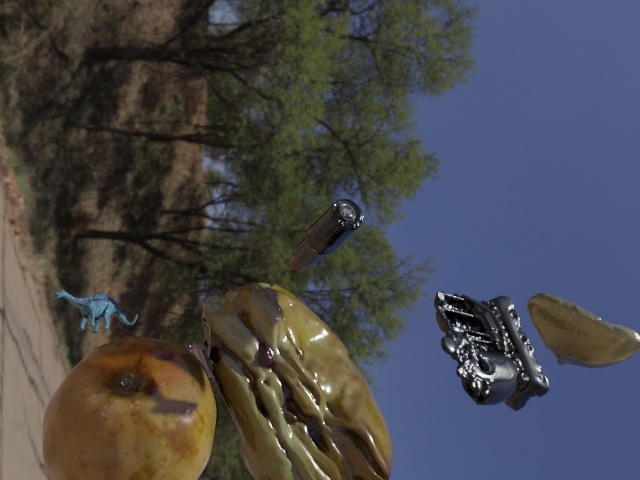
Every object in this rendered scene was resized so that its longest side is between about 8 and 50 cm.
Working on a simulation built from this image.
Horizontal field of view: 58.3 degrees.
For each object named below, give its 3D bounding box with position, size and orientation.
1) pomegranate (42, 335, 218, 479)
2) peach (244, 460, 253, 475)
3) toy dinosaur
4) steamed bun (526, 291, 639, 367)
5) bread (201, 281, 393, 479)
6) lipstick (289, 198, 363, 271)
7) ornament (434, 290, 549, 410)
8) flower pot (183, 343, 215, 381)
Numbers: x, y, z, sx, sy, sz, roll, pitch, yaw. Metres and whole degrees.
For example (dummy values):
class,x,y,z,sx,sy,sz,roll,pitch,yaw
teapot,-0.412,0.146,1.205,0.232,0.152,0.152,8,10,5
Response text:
class,x,y,z,sx,sy,sz,roll,pitch,yaw
pomegranate,-0.210,0.212,0.661,0.207,0.207,0.207,173,-90,-72
peach,-0.056,0.468,1.419,0.247,0.292,0.292,-2,-84,42
toy dinosaur,-0.434,0.140,1.123,0.045,0.197,0.080,-22,-120,26
steamed bun,0.567,0.228,1.273,0.231,0.110,0.212,25,-17,30
bread,-0.021,0.231,0.812,0.314,0.191,0.370,79,-10,-82
lipstick,0.000,0.000,1.299,0.299,0.081,0.081,-43,-124,56
ornament,0.281,0.189,1.056,0.106,0.260,0.251,-44,-138,32
flower pot,-0.304,0.288,1.310,0.111,0.111,0.089,124,-49,-63
